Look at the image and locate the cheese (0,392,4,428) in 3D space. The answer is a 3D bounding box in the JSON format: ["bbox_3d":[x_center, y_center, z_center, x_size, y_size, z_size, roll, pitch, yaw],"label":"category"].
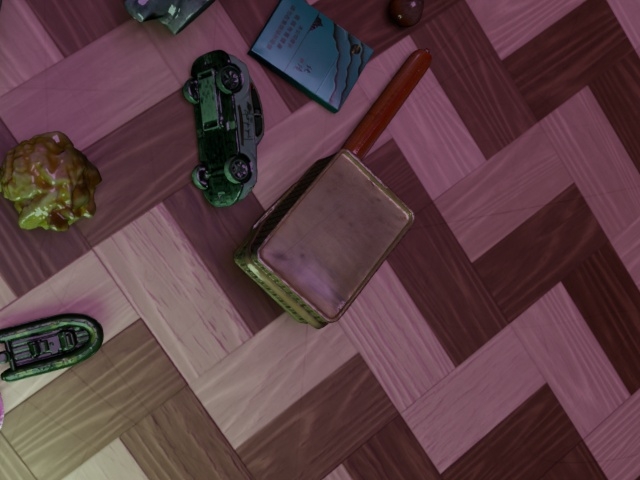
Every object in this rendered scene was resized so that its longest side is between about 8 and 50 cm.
[{"bbox_3d":[-0.666,0.284,1.733,0.155,0.062,0.244,-19,93,-20],"label":"cheese"}]

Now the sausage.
[{"bbox_3d":[0.140,-0.285,2.046,0.053,0.053,0.348,40,73,-14],"label":"sausage"}]

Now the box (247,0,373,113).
[{"bbox_3d":[-0.018,-0.396,2.003,0.226,0.042,0.161,33,78,-15],"label":"box"}]

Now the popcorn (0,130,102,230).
[{"bbox_3d":[-0.498,-0.101,1.750,0.167,0.185,0.187,-36,109,0],"label":"popcorn"}]

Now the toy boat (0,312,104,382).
[{"bbox_3d":[-0.515,0.197,1.796,0.210,0.052,0.104,-13,90,-19],"label":"toy boat"}]

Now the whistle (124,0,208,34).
[{"bbox_3d":[-0.220,-0.571,1.841,0.405,0.188,0.168,-44,101,0],"label":"whistle"}]

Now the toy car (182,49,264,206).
[{"bbox_3d":[-0.180,-0.222,1.895,0.125,0.136,0.306,-9,92,-41],"label":"toy car"}]

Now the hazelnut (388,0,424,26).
[{"bbox_3d":[0.188,-0.506,2.064,0.086,0.086,0.086,1,87,-20],"label":"hazelnut"}]

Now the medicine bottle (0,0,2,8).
[{"bbox_3d":[-0.680,-0.427,1.665,0.232,0.238,0.238,11,84,-19],"label":"medicine bottle"}]

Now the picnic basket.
[{"bbox_3d":[0.000,0.000,1.928,0.228,0.175,0.313,43,71,-12],"label":"picnic basket"}]
